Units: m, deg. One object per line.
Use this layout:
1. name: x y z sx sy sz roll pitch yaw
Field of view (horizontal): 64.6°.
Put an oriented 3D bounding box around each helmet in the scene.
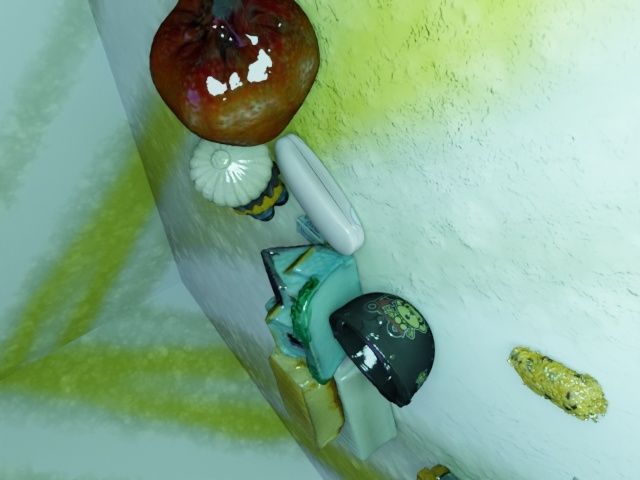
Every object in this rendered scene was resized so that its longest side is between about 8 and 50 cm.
1. helmet: 0.144 0.210 1.049 0.230 0.160 0.278 42 165 29

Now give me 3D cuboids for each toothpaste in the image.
1. toothpaste: 0.000 0.000 1.249 0.164 0.034 0.046 43 148 34

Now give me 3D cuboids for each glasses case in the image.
1. glasses case: -0.006 -0.099 1.091 0.296 0.075 0.113 57 160 10

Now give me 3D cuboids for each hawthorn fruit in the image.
1. hawthorn fruit: -0.153 -0.301 0.896 0.295 0.295 0.311 57 153 6

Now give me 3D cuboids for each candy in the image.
1. candy: 0.081 0.427 1.441 0.208 0.145 0.358 28 140 50

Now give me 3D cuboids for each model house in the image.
1. model house: -0.058 0.147 1.188 0.249 0.230 0.280 13 135 31

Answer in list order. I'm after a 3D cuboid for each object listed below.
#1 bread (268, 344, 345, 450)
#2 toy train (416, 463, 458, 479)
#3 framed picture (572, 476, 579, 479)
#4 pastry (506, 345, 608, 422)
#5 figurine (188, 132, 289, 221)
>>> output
1. bread: -0.033 0.393 1.323 0.185 0.114 0.274 35 144 48
2. toy train: 0.291 0.743 1.284 0.163 0.232 0.369 35 145 43
3. framed picture: 0.467 0.459 0.882 0.066 0.007 0.089 34 145 46
4. pastry: 0.352 0.213 0.763 0.140 0.056 0.080 18 145 54
5. figurine: -0.162 -0.136 1.157 0.204 0.185 0.332 39 178 36
